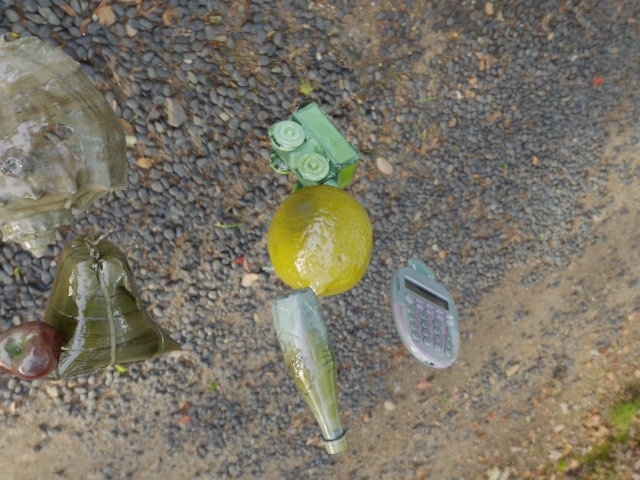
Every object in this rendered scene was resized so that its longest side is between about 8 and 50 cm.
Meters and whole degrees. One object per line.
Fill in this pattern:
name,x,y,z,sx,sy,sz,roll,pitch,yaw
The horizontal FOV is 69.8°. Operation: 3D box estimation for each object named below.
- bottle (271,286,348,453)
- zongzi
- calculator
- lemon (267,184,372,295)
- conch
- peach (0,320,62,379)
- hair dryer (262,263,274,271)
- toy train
bottle,-0.011,0.213,0.751,0.083,0.083,0.270,-15,89,-21
zongzi,-0.581,0.160,1.421,0.466,0.218,0.500,0,118,-52
calculator,0.235,0.154,1.038,0.185,0.299,0.041,28,127,-16
lemon,0.000,0.000,1.059,0.267,0.267,0.267,-11,116,-23
conch,-0.416,-0.131,0.706,0.263,0.186,0.324,-12,126,-46
peach,-0.735,0.288,1.167,0.152,0.152,0.152,-11,116,-23
hair dryer,-0.069,0.038,1.630,0.224,0.088,0.219,17,77,10
toy train,-0.024,-0.234,1.256,0.188,0.272,0.159,-32,163,-20
